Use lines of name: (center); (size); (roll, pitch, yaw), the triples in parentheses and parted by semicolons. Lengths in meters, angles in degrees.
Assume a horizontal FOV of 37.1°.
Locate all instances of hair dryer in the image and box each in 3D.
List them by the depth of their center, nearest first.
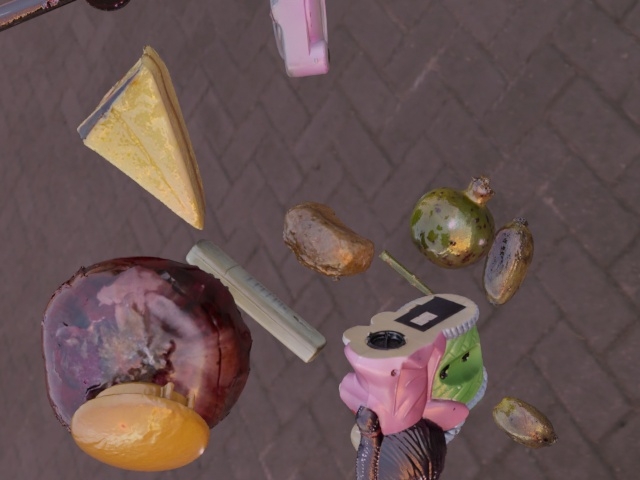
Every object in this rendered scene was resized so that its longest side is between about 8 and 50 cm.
hair dryer: (-0.366, -0.322, 1.268); (0.248, 0.071, 0.114); (-23, 42, 4)

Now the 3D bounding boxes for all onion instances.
onion: (-0.212, 0.132, 1.144); (0.219, 0.252, 0.252); (-148, 72, -80)

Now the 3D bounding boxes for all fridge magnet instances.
fridge magnet: (-0.185, 0.194, 0.987); (0.143, 0.143, 0.063); (-38, 36, 38)

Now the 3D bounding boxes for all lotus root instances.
lotus root: (0.278, 0.249, 1.286); (0.054, 0.099, 0.049); (-55, 2, 22)
lotus root: (0.360, 0.040, 1.852); (0.179, 0.080, 0.089); (-71, 19, -1)

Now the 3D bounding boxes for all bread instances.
bread: (0.000, 0.000, 1.060); (0.113, 0.082, 0.060); (45, 113, 44)
bread: (-0.244, -0.173, 1.582); (0.163, 0.264, 0.168); (-45, 21, 15)

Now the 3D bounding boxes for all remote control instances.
remote control: (-0.090, 0.084, 1.354); (0.233, 0.098, 0.038); (39, 97, 3)

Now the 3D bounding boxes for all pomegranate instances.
pomegranate: (0.185, -0.019, 1.300); (0.130, 0.130, 0.130); (-15, 70, 47)

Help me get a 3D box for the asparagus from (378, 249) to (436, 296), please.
asparagus: (0.224, 0.104, 2.022); (0.248, 0.025, 0.024); (39, 96, 3)

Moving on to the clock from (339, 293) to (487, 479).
clock: (0.108, 0.177, 1.066); (0.100, 0.194, 0.196); (18, 119, 44)

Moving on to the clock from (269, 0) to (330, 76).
clock: (-0.034, -0.409, 1.645); (0.248, 0.090, 0.228); (-85, -10, -69)
